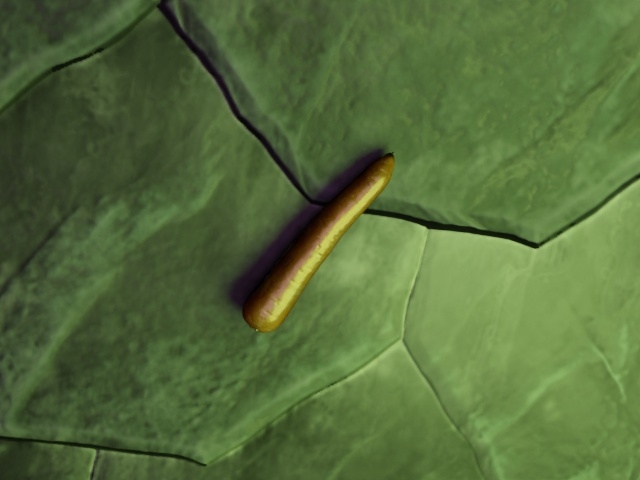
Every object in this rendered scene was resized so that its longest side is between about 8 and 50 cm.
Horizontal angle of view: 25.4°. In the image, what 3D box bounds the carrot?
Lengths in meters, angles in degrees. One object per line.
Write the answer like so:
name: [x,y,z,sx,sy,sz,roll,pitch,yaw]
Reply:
carrot: [0.000,0.000,1.184,0.037,0.037,0.190,36,99,-15]
